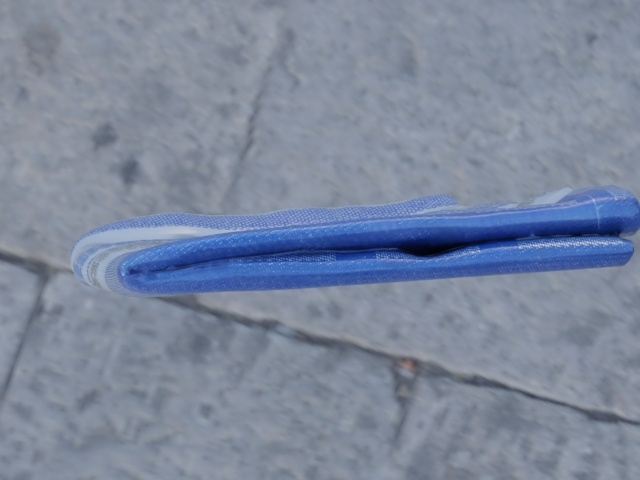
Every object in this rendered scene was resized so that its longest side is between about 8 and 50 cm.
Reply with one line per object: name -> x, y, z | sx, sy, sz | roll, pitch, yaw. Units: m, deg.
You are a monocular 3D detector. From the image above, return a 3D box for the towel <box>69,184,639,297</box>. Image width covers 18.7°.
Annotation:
towel -> 0.000, 0.000, 0.843 | 0.209, 0.285, 0.034 | -4, 91, -10
